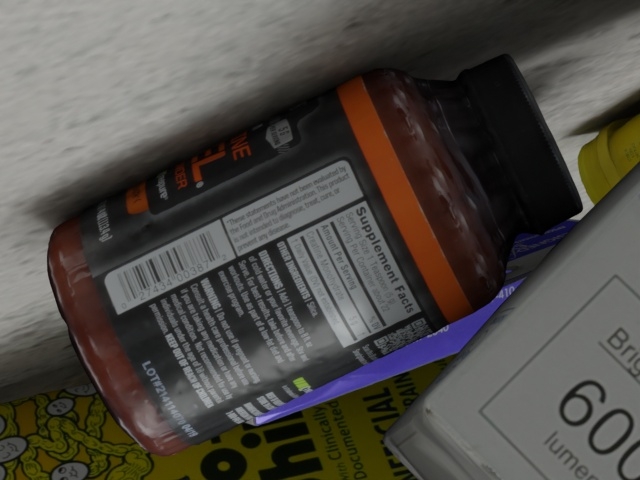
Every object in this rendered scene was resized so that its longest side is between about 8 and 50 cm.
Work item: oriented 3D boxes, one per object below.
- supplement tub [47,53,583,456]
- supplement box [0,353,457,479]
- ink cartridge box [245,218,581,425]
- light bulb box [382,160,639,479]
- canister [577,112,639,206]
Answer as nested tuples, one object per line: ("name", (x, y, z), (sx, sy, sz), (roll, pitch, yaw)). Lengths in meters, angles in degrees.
("supplement tub", (0.000, 0.000, 0.767), (0.198, 0.106, 0.106), (-26, 168, 4))
("supplement box", (-0.020, 0.185, 1.027), (0.356, 0.194, 0.195), (-13, 134, -11))
("ink cartridge box", (0.033, 0.034, 0.941), (0.206, 0.045, 0.208), (-19, -170, -25))
("light bulb box", (0.276, 0.068, 0.747), (0.361, 0.358, 0.225), (-45, 176, -8))
("canister", (0.237, -0.067, 1.027), (0.170, 0.073, 0.126), (-36, 165, 37))
